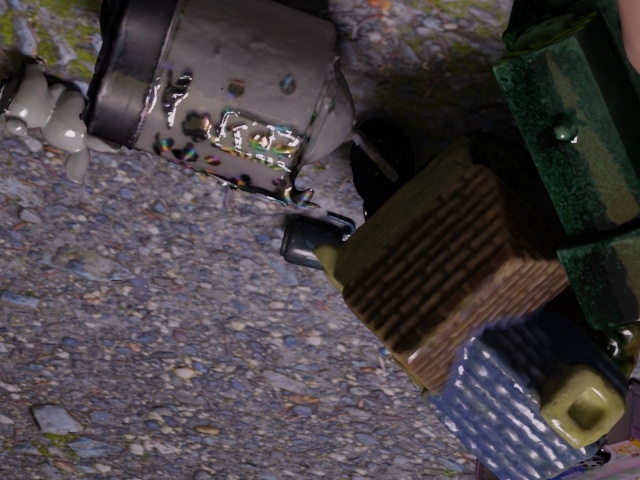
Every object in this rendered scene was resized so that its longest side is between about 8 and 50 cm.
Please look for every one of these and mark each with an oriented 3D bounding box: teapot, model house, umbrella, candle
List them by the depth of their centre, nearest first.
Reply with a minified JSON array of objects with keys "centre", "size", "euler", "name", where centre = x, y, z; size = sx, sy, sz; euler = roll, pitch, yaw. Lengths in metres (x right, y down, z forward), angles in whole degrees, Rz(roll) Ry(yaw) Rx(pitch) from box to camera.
[{"centre":[-0.062,-0.138,1.477],"size":[0.330,0.187,0.187],"euler":[20,144,-9],"name":"candle"},{"centre":[0.186,0.065,1.488],"size":[0.261,0.266,0.321],"euler":[-44,98,3],"name":"model house"},{"centre":[0.070,-0.030,1.670],"size":[0.071,0.071,0.248],"euler":[7,143,10],"name":"umbrella"},{"centre":[0.000,0.001,1.763],"size":[0.083,0.063,0.049],"euler":[13,176,-3],"name":"teapot"}]

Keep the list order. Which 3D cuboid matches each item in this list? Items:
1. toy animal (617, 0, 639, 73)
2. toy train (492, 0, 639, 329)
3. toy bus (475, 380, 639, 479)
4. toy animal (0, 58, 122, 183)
[{"centre":[0.338,-0.182,1.179],"size":[0.237,0.326,0.269],"euler":[-37,98,3],"name":"toy animal"},{"centre":[0.260,-0.077,1.372],"size":[0.139,0.178,0.330],"euler":[-19,105,32],"name":"toy train"},{"centre":[0.320,0.268,1.968],"size":[0.112,0.090,0.274],"euler":[28,143,-27],"name":"toy bus"},{"centre":[-0.278,-0.130,1.656],"size":[0.124,0.085,0.071],"euler":[29,125,-28],"name":"toy animal"}]
